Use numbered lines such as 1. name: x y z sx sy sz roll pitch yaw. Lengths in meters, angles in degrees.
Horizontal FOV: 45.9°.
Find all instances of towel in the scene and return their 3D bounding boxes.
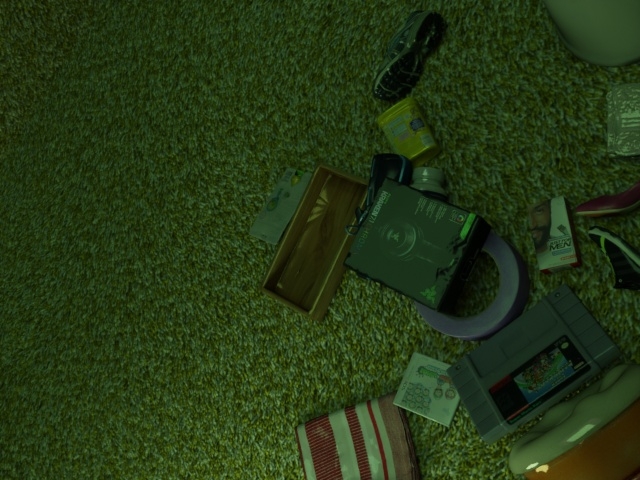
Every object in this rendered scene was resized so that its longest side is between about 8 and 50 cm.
1. towel: 0.087 0.548 1.951 0.329 0.037 0.237 -24 64 25
2. towel: 0.801 -0.286 1.727 0.282 0.049 0.187 -4 75 31

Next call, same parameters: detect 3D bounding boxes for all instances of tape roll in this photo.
1. tape roll: 0.368 0.107 1.865 0.275 0.090 0.274 -9 73 30

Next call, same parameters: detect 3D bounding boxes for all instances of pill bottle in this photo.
1. pill bottle: 0.271 -0.091 1.968 0.112 0.112 0.186 3 79 33

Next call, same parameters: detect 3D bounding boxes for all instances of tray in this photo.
1. tray: 0.000 0.000 2.138 0.203 0.076 0.410 26 90 35

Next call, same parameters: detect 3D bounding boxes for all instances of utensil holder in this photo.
1. utensil holder: 0.652 -0.625 1.713 0.328 0.385 0.327 -9 72 29

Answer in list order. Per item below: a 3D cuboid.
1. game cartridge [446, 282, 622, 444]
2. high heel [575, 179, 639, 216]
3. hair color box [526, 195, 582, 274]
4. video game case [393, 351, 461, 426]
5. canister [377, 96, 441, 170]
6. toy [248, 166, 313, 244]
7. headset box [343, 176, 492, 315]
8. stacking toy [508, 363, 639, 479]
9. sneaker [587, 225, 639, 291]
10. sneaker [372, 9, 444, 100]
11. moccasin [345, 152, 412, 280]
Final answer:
1. game cartridge: 0.471 0.277 1.709 0.355 0.068 0.230 -39 31 12
2. high heel: 0.702 -0.123 1.718 0.244 0.082 0.117 -11 78 26
3. hair color box: 0.557 -0.013 1.802 0.093 0.053 0.167 -17 67 28
4. video game case: 0.276 0.367 1.873 0.157 0.019 0.143 18 76 30
5. canister: 0.242 -0.288 2.066 0.126 0.073 0.169 -32 63 21
6. toy: -0.102 -0.097 2.236 0.137 0.056 0.237 21 81 48
7. headset box: 0.242 0.018 1.820 0.283 0.131 0.246 27 91 26
8. stacking toy: 0.639 0.519 1.488 0.351 0.351 0.479 -40 75 17
9. sneaker: 0.676 0.060 1.687 0.097 0.084 0.234 -51 57 11
10. sneaker: 0.233 -0.524 2.137 0.283 0.110 0.122 -55 38 5
11. moccasin: 0.150 -0.065 2.017 0.117 0.138 0.341 16 86 22
